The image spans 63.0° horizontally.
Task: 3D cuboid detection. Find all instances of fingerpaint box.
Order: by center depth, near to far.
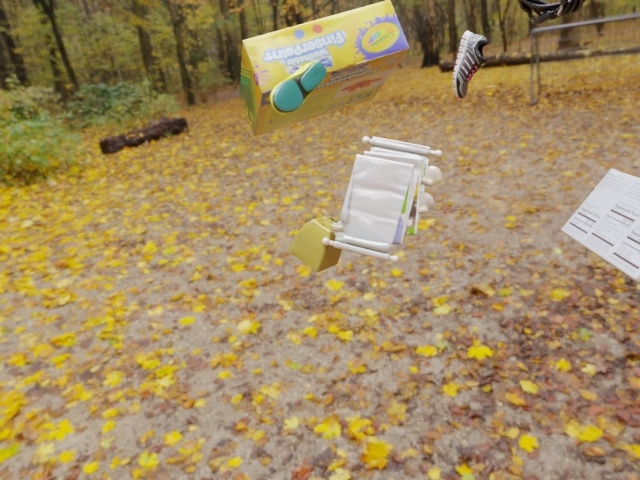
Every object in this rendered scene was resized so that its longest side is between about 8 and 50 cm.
[{"bbox_3d":[-0.011,-0.509,1.581,0.444,0.163,0.371,-21,-3,-11],"label":"fingerpaint box"}]

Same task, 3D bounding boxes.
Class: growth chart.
[{"bbox_3d":[0.120,-0.075,0.968,0.171,0.237,0.021,20,6,2],"label":"growth chart"}]

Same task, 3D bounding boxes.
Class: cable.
[{"bbox_3d":[0.427,-0.509,0.984,0.047,0.185,0.150,-35,22,-23],"label":"cable"}]

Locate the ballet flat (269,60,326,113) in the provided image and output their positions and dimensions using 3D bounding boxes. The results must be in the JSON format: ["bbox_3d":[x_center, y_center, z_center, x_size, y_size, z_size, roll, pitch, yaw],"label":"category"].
[{"bbox_3d":[-0.068,-0.372,1.291,0.077,0.077,0.231,-3,35,41],"label":"ballet flat"}]

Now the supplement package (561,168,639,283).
[{"bbox_3d":[0.568,0.014,0.853,0.204,0.145,0.262,32,16,-8],"label":"supplement package"}]

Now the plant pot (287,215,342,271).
[{"bbox_3d":[0.000,0.000,1.039,0.081,0.083,0.081,36,27,22],"label":"plant pot"}]

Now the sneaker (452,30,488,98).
[{"bbox_3d":[0.394,-0.454,1.358,0.074,0.171,0.063,16,15,27],"label":"sneaker"}]
